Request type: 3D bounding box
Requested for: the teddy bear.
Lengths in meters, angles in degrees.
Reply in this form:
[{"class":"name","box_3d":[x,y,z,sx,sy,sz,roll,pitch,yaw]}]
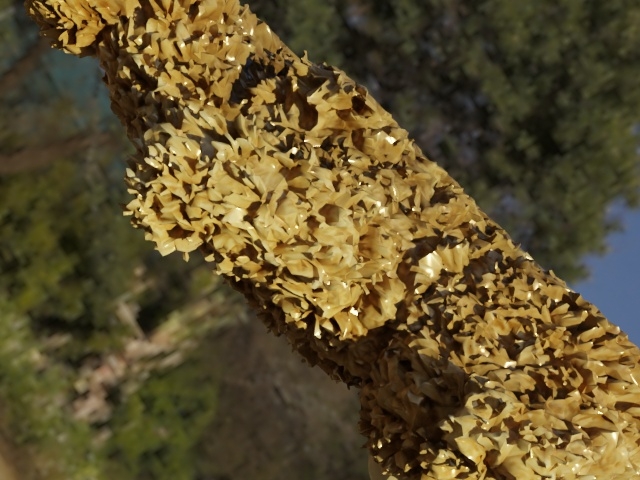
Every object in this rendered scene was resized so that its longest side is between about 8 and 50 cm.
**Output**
[{"class":"teddy bear","box_3d":[0.000,0.000,0.693,0.338,0.113,0.245,45,1,5]}]
